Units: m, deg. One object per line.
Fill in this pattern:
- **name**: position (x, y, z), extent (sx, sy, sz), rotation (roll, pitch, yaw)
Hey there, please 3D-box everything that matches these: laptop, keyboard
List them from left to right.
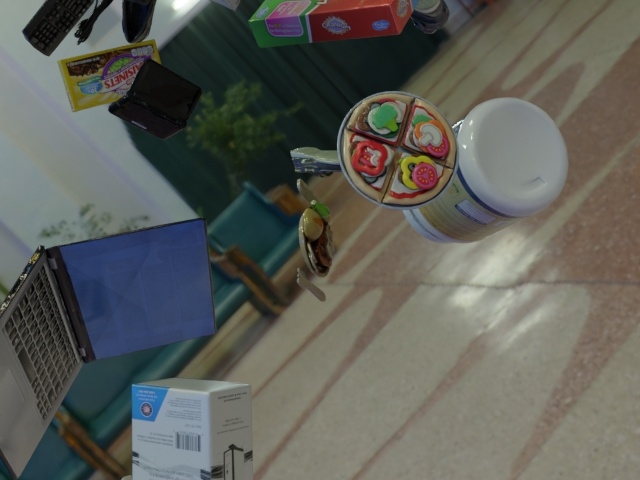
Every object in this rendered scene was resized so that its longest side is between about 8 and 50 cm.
- **keyboard**: position (-0.464, -0.503, 1.833), extent (0.317, 0.033, 0.201), rotation (-50, -9, 1)
- **laptop**: position (-0.374, 0.193, 1.561), extent (0.382, 0.236, 0.408), rotation (94, -165, -53)

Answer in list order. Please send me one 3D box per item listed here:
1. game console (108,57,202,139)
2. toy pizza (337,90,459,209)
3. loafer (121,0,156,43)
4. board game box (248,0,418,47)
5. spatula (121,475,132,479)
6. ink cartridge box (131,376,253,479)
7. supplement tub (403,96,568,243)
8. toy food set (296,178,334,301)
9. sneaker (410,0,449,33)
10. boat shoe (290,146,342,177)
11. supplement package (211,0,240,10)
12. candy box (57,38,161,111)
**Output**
- **game console**: position (-0.287, -0.243, 1.568), extent (0.107, 0.122, 0.071), rotation (-20, 53, 44)
- **toy pizza**: position (0.127, -0.147, 1.439), extent (0.201, 0.201, 0.032), rotation (-47, -3, -16)
- **loafer**: position (-0.393, -0.539, 1.974), extent (0.078, 0.076, 0.223), rotation (-81, 5, -60)
- **board game box**: position (0.047, -0.487, 1.791), extent (0.317, 0.064, 0.242), rotation (1, 45, 30)
- **spatula**: position (-0.370, 0.557, 1.683), extent (0.019, 0.242, 0.168), rotation (-34, -23, 18)
- **ink cartridge box**: position (-0.167, 0.287, 1.170), extent (0.148, 0.203, 0.086), rotation (-1, -1, 37)
- **supplement tub**: position (0.306, -0.122, 1.762), extent (0.228, 0.228, 0.316), rotation (-49, 6, -24)
- **toy food set**: position (0.000, 0.000, 1.527), extent (0.039, 0.132, 0.192), rotation (-10, 64, 21)
- **sneaker**: position (0.198, -0.560, 2.045), extent (0.086, 0.226, 0.163), rotation (-48, -24, 9)
- **boat shoe**: position (0.003, -0.207, 2.458), extent (0.081, 0.068, 0.228), rotation (-20, 22, -32)
- **supplement package**: position (-0.234, -0.541, 1.616), extent (0.194, 0.203, 0.149), rotation (20, -87, -82)
- **candy box**: position (-0.416, -0.333, 1.819), extent (0.206, 0.105, 0.027), rotation (-21, 17, -29)
